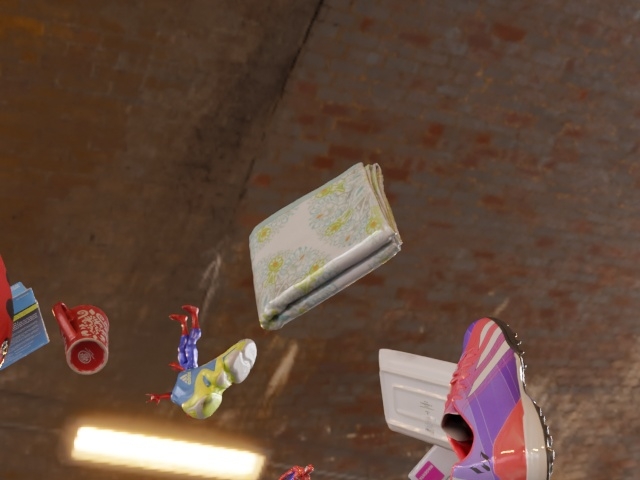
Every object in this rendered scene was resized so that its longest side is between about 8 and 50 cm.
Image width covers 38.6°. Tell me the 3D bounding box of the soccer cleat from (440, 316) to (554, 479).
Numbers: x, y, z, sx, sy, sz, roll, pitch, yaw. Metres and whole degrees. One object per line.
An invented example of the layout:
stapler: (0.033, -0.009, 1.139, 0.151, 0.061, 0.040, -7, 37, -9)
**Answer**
soccer cleat: (0.201, 0.196, 1.149, 0.116, 0.318, 0.109, 0, -61, -1)

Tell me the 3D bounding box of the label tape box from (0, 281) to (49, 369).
label tape box: (-0.903, 0.235, 2.516, 0.249, 0.115, 0.348, -31, -23, -23)

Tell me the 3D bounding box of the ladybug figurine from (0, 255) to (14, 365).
ladybug figurine: (-0.802, 0.129, 2.033, 0.161, 0.450, 0.305, -22, -17, 20)

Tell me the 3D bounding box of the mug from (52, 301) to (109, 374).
mug: (-0.554, 0.225, 2.091, 0.150, 0.169, 0.113, 22, -78, -23)

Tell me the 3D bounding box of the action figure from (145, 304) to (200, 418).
action figure: (-0.351, 0.297, 2.224, 0.139, 0.280, 0.091, 11, -35, -39)

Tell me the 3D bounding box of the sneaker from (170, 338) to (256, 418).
sneaker: (-0.251, 0.297, 2.079, 0.126, 0.240, 0.091, 13, -52, 28)

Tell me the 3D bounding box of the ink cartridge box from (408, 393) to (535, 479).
ink cartridge box: (0.286, 0.350, 1.648, 0.186, 0.065, 0.311, -52, -20, 15)

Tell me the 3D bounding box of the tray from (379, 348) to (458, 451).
tray: (0.173, 0.257, 1.423, 0.030, 0.145, 0.270, -13, 9, -32)

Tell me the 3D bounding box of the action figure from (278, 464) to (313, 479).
action figure: (-0.050, 0.354, 1.293, 0.115, 0.038, 0.030, -46, -7, 15)

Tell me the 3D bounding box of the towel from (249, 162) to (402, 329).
towel: (0.000, 0.000, 2.076, 0.374, 0.321, 0.090, -33, -59, 15)
